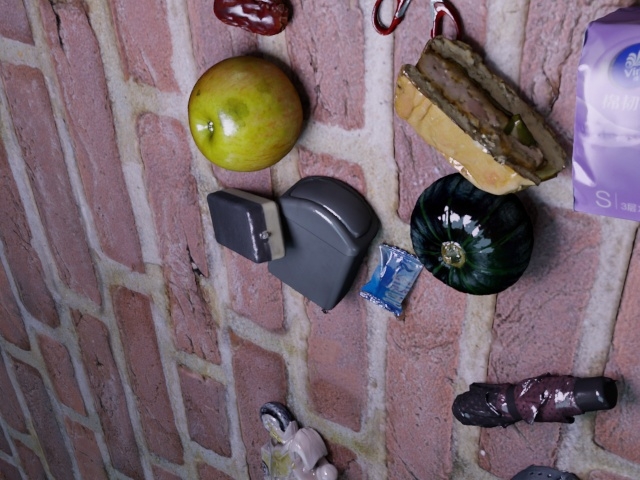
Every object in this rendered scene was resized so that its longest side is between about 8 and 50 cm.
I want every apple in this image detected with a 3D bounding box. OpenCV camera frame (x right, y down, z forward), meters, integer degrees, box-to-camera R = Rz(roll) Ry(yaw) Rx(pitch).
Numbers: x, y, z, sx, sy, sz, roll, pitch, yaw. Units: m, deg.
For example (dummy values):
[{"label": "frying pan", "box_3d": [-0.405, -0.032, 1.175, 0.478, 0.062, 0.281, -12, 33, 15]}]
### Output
[{"label": "apple", "box_3d": [-0.130, -0.207, 1.334, 0.195, 0.196, 0.196, 21, 132, 25]}]

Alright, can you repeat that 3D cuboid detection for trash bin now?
[{"label": "trash bin", "box_3d": [0.000, 0.000, 1.448, 0.176, 0.101, 0.236, 31, 138, 14]}]

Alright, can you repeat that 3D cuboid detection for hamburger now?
[{"label": "hamburger", "box_3d": [0.222, -0.163, 1.135, 0.262, 0.124, 0.131, 43, 155, 1]}]

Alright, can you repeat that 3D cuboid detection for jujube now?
[{"label": "jujube", "box_3d": [-0.110, -0.370, 1.270, 0.129, 0.077, 0.077, 24, 134, 15]}]

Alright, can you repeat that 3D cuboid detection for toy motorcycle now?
[{"label": "toy motorcycle", "box_3d": [-0.046, 0.547, 1.896, 0.222, 0.107, 0.341, 17, 124, 36]}]

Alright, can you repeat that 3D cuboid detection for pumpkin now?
[{"label": "pumpkin", "box_3d": [0.230, -0.008, 1.228, 0.202, 0.140, 0.202, 22, 131, 28]}]

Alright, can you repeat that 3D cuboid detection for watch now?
[{"label": "watch", "box_3d": [0.445, 0.526, 1.521, 0.206, 0.068, 0.193, 49, 138, -1]}]

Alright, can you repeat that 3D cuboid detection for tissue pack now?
[{"label": "tissue pack", "box_3d": [0.470, -0.130, 0.889, 0.338, 0.160, 0.242, 13, 119, 39]}]

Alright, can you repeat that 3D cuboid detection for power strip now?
[{"label": "power strip", "box_3d": [-0.137, -0.030, 1.470, 0.256, 0.070, 0.105, 23, 127, 65]}]

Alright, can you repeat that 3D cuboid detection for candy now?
[{"label": "candy", "box_3d": [0.127, 0.069, 1.444, 0.088, 0.038, 0.136, 29, 126, 13]}]

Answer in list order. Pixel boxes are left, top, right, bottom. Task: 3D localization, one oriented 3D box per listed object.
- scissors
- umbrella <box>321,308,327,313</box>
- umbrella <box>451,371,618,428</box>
[{"label": "scissors", "box_3d": [0.150, -0.381, 1.097, 0.144, 0.017, 0.248, 26, 133, 20]}, {"label": "umbrella", "box_3d": [-0.027, 0.102, 1.609, 0.122, 0.013, 0.022, 49, 159, -5]}, {"label": "umbrella", "box_3d": [0.365, 0.277, 1.378, 0.326, 0.094, 0.090, -19, 64, 47]}]
